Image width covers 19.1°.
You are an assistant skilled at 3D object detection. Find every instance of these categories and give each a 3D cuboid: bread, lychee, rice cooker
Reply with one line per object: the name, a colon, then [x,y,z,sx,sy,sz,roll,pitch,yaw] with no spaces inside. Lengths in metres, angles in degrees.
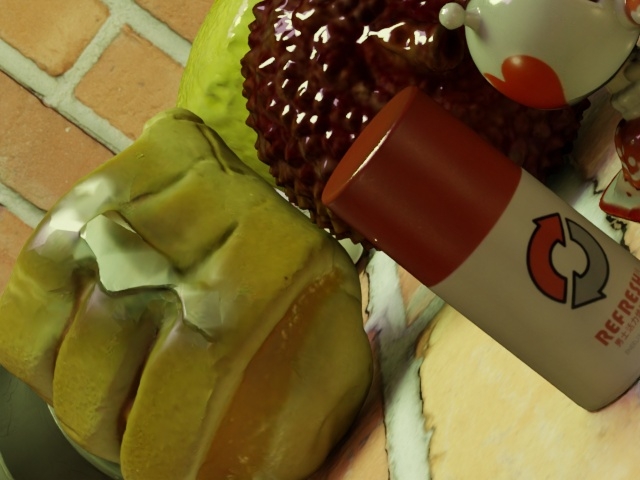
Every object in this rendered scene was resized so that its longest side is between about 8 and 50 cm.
bread: [-0.001,-0.214,2.348,0.348,0.308,0.348,-57,10,16]
lychee: [0.082,-0.130,1.647,0.306,0.306,0.330,-54,-9,-8]
rice cooker: [-0.195,0.170,1.993,0.277,0.288,0.288,-44,13,54]
bread: [-0.121,0.077,1.696,0.300,0.341,0.210,-46,-28,3]

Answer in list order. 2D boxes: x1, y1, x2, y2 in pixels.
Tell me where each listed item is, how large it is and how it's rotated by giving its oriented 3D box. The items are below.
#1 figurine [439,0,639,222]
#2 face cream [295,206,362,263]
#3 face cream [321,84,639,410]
figurine: [0.181,-0.142,1.357,0.160,0.226,0.183,-54,8,-1]
face cream: [0.000,0.000,2.238,0.082,0.082,0.269,-54,8,-3]
face cream: [0.111,0.005,1.174,0.096,0.214,0.096,-51,9,12]
